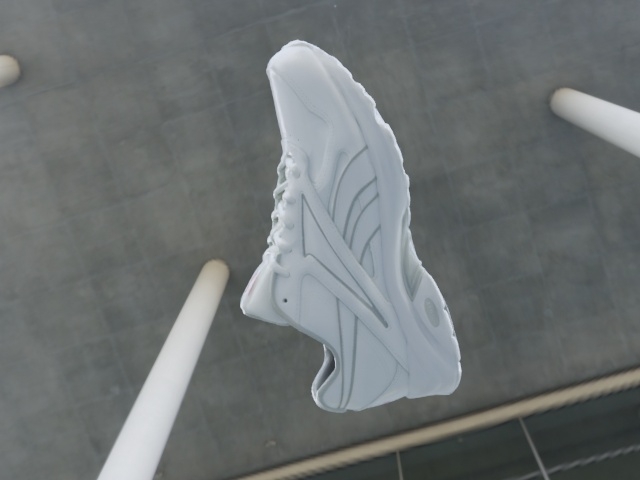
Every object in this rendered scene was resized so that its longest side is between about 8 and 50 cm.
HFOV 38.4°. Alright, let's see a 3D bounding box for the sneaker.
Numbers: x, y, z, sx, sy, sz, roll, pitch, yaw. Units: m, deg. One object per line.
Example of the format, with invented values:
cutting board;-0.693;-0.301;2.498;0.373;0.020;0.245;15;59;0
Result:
sneaker;0.000;0.000;0.545;0.115;0.090;0.232;-20;-86;-6
